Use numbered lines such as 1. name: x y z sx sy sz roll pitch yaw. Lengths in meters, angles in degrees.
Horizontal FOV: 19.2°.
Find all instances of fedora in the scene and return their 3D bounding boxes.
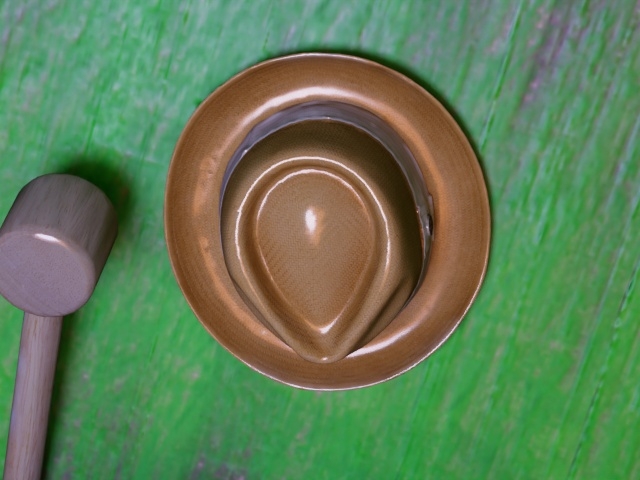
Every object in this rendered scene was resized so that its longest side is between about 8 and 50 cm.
1. fedora: 0.000 0.000 1.006 0.194 0.079 0.194 2 109 6

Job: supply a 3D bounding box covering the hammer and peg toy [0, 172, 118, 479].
1. hammer and peg toy: -0.294 0.068 1.012 0.361 0.127 0.266 3 119 6
